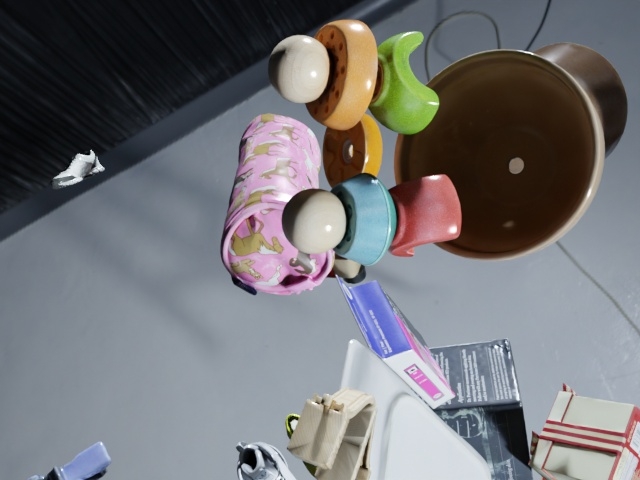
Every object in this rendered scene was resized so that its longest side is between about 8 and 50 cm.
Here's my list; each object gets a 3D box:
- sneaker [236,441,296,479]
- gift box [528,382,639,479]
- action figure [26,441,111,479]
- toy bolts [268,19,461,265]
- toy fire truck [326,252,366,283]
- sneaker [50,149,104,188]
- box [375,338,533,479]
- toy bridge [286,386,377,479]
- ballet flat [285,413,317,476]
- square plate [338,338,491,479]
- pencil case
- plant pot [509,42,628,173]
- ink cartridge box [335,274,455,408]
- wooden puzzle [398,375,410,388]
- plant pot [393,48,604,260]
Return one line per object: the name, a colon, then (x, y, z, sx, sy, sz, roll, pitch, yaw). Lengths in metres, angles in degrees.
sneaker: (-0.121, 0.728, 1.674, 0.137, 0.210, 0.366, -41, 55, -8)
gift box: (0.702, 0.531, 1.490, 0.255, 0.276, 0.258, -52, 18, -24)
action figure: (-0.315, 0.370, 0.552, 0.341, 0.330, 0.178, -34, 50, -16)
toy bolts: (0.013, -0.077, 0.587, 0.158, 0.218, 0.228, -3, 70, -27)
toy fire truck: (0.000, 0.000, 1.385, 0.246, 0.158, 0.217, 3, 45, 19)
sneaker: (-0.409, -0.117, 0.966, 0.040, 0.043, 0.109, -9, 22, 23)
box: (0.361, 0.584, 1.721, 0.472, 0.480, 0.297, -9, 25, 16)
toy bridge: (0.018, 0.133, 0.389, 0.026, 0.188, 0.063, 15, 62, 18)
ballet flat: (-0.019, 0.493, 1.389, 0.077, 0.077, 0.231, -30, 34, -20)
square plate: (0.114, 0.334, 0.629, 0.049, 0.344, 0.347, -19, 40, 32)
pencil case: (-0.066, -0.073, 0.937, 0.386, 0.160, 0.167, -96, 25, -58)
plant pot: (0.312, -0.177, 0.892, 0.230, 0.215, 0.215, -24, 52, -37)
ink cartridge box: (0.158, 0.202, 1.178, 0.069, 0.371, 0.175, -34, 49, 10)
wooden puzzle: (0.210, 0.393, 1.564, 0.079, 0.014, 0.116, 10, 50, 41)
plant pot: (0.215, -0.095, 0.692, 0.237, 0.110, 0.237, 1, 92, 37)
